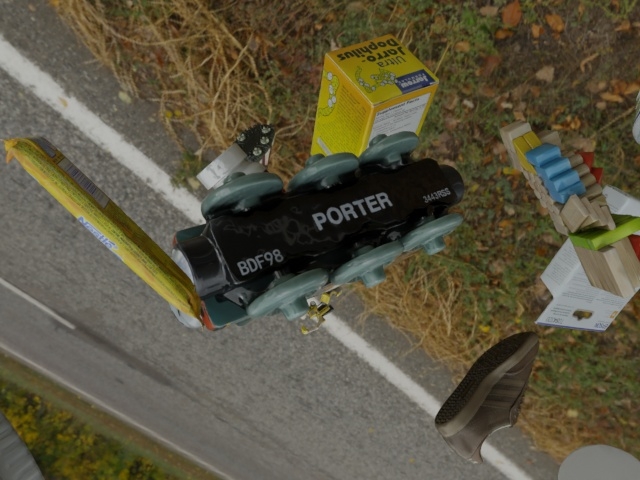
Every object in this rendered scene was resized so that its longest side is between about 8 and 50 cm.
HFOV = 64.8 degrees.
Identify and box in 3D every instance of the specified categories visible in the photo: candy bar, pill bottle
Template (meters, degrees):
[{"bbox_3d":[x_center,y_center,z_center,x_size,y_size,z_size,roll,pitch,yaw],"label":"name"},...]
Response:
[{"bbox_3d":[-0.127,-0.005,0.318,0.018,0.040,0.161,-39,114,4],"label":"candy bar"},{"bbox_3d":[-0.128,-0.075,0.986,0.221,0.121,0.121,48,139,-14],"label":"pill bottle"},{"bbox_3d":[0.489,0.477,0.848,0.161,0.160,0.283,-3,131,33],"label":"pill bottle"}]

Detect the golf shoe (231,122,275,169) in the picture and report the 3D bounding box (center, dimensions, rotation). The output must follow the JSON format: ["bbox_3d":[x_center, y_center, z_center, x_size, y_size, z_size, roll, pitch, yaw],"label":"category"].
[{"bbox_3d":[-0.189,-0.195,1.363,0.105,0.272,0.120,10,154,17],"label":"golf shoe"}]

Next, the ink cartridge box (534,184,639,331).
[{"bbox_3d":[0.655,0.057,1.159,0.324,0.071,0.330,12,117,-36],"label":"ink cartridge box"}]

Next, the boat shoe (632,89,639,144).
[{"bbox_3d":[0.719,-0.306,1.046,0.109,0.094,0.302,-11,156,15],"label":"boat shoe"}]

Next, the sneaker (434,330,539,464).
[{"bbox_3d":[0.221,0.193,0.633,0.071,0.188,0.066,54,157,-2],"label":"sneaker"}]

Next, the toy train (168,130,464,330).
[{"bbox_3d":[0.000,0.000,0.528,0.142,0.334,0.190,63,148,11],"label":"toy train"}]

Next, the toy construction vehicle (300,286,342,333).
[{"bbox_3d":[0.002,0.136,0.993,0.035,0.098,0.085,42,149,20],"label":"toy construction vehicle"}]

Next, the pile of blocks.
[{"bbox_3d":[0.451,-0.084,0.858,0.113,0.362,0.149,-27,161,4],"label":"pile of blocks"}]

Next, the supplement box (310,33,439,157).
[{"bbox_3d":[0.117,-0.292,1.268,0.195,0.194,0.356,54,155,24],"label":"supplement box"}]

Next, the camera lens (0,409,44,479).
[{"bbox_3d":[-0.425,0.275,0.448,0.220,0.274,0.219,17,122,30],"label":"camera lens"}]
